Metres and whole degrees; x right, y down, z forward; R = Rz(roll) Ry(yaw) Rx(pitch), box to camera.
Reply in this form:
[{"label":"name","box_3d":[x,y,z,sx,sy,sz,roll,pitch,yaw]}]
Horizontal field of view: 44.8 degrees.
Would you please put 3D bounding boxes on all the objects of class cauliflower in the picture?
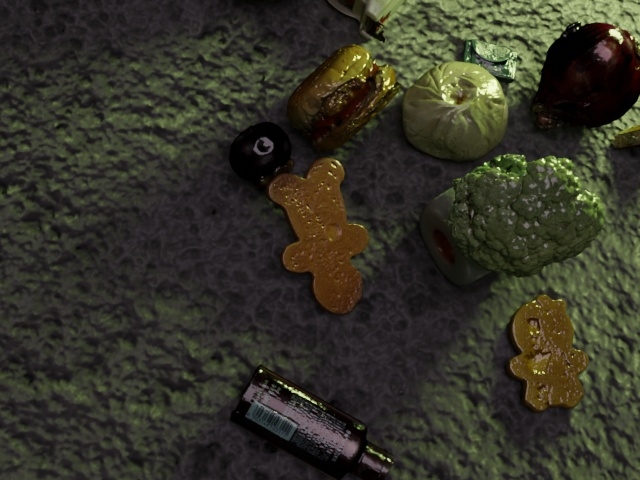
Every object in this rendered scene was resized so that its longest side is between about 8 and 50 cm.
[{"label":"cauliflower","box_3d":[0.371,-0.065,1.460,0.272,0.275,0.250,-28,40,16]}]

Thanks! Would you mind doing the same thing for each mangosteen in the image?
[{"label":"mangosteen","box_3d":[-0.118,-0.170,1.638,0.137,0.137,0.151,-33,98,-14]}]

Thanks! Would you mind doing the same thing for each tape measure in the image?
[{"label":"tape measure","box_3d":[0.118,-0.630,1.785,0.265,0.130,0.258,38,76,3]}]

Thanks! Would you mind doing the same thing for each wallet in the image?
[{"label":"wallet","box_3d":[0.398,-0.423,1.823,0.129,0.026,0.088,11,75,-5]}]

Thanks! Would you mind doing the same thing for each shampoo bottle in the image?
[{"label":"shampoo bottle","box_3d":[-0.012,0.376,1.536,0.323,0.084,0.129,28,76,-1]}]

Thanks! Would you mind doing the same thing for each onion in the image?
[{"label":"onion","box_3d":[0.598,-0.368,1.714,0.281,0.281,0.221,-28,78,-14]}]

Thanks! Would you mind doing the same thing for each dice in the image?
[{"label":"dice","box_3d":[0.333,-0.026,1.628,0.192,0.194,0.193,-28,80,-12]}]

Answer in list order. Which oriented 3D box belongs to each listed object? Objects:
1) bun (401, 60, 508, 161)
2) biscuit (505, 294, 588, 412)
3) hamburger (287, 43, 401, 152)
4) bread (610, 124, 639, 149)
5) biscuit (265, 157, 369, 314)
[{"label":"bun","box_3d":[0.305,-0.285,1.714,0.244,0.153,0.244,1,80,-8]},{"label":"biscuit","box_3d":[0.479,0.240,1.663,0.184,0.035,0.249,-6,76,-10]},{"label":"hamburger","box_3d":[0.040,-0.302,1.639,0.244,0.244,0.163,-42,95,-15]},{"label":"bread","box_3d":[0.763,-0.243,1.774,0.154,0.136,0.054,-12,95,-7]},{"label":"biscuit","box_3d":[0.000,0.000,1.628,0.205,0.049,0.324,-22,91,-24]}]
